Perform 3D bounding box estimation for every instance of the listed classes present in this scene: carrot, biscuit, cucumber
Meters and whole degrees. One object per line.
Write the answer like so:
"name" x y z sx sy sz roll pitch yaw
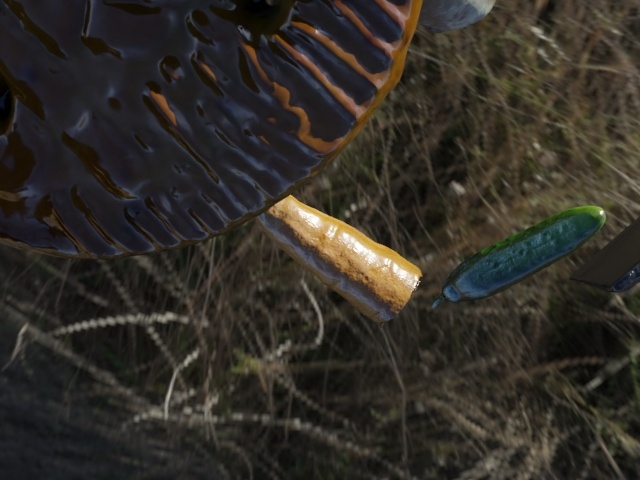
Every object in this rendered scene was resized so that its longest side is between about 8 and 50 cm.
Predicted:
"carrot" 0.000 0.000 1.483 0.205 0.072 0.072 36 98 -10
"biscuit" -0.062 -0.086 0.392 0.188 0.027 0.188 2 100 12
"cucumber" 0.223 0.019 1.712 0.250 0.056 0.056 -29 102 32

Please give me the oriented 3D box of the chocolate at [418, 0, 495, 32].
"chocolate" 0.119 -0.287 1.425 0.080 0.254 0.157 -5 88 26

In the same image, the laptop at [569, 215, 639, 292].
"laptop" 0.245 -0.008 1.075 0.135 0.197 0.016 -40 89 2
